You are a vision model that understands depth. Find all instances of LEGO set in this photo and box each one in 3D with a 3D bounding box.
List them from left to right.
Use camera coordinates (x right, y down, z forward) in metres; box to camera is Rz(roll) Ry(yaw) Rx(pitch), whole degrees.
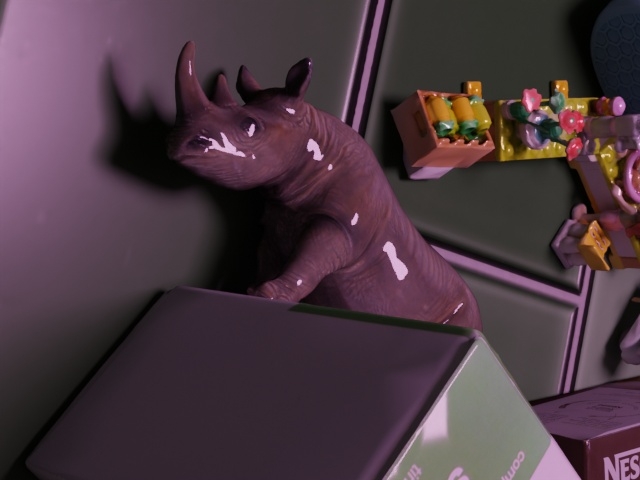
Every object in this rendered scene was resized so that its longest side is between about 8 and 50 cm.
[{"bbox_3d":[0.176,-0.034,0.758,0.287,0.107,0.132,39,68,-36],"label":"LEGO set"}]

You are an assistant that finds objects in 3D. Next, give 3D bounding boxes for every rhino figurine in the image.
[{"bbox_3d":[0.000,0.000,0.629,0.106,0.073,0.243,-49,120,-24],"label":"rhino figurine"}]

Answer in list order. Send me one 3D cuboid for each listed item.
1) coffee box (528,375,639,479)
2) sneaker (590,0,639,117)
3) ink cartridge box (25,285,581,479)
[{"bbox_3d":[0.200,0.162,0.796,0.246,0.098,0.141,-4,95,-41],"label":"coffee box"},{"bbox_3d":[0.321,-0.075,0.874,0.208,0.127,0.319,-44,120,-29],"label":"sneaker"},{"bbox_3d":[0.034,0.160,0.580,0.117,0.201,0.278,-52,124,-26],"label":"ink cartridge box"}]
